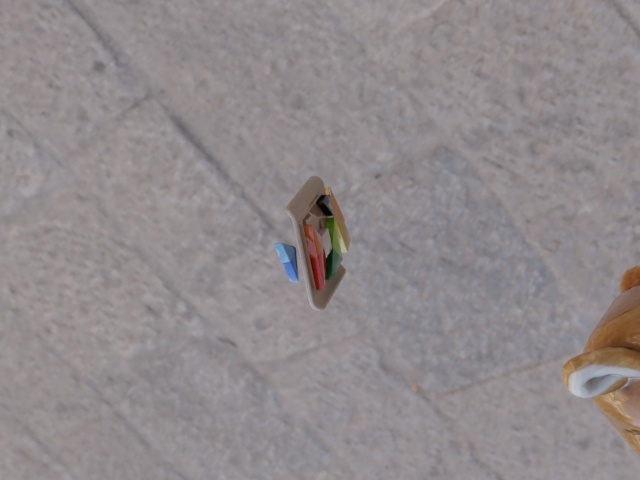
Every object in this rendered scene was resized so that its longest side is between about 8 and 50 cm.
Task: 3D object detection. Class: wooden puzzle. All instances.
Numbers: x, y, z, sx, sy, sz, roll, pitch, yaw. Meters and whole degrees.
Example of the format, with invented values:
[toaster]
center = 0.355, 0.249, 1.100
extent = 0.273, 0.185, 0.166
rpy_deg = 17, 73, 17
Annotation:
[wooden puzzle]
center = 0.000, 0.000, 0.713
extent = 0.014, 0.116, 0.078
rpy_deg = -9, 117, 20

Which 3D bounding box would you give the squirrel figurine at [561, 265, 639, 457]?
[squirrel figurine]
center = 0.359, 0.034, 0.766
extent = 0.370, 0.281, 0.397
rpy_deg = -2, 116, 36
